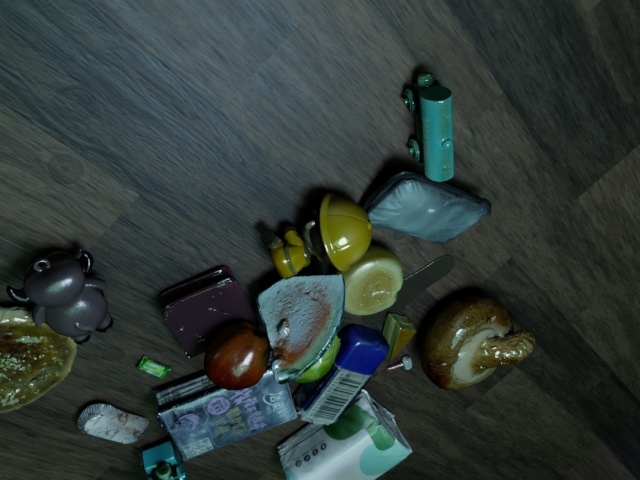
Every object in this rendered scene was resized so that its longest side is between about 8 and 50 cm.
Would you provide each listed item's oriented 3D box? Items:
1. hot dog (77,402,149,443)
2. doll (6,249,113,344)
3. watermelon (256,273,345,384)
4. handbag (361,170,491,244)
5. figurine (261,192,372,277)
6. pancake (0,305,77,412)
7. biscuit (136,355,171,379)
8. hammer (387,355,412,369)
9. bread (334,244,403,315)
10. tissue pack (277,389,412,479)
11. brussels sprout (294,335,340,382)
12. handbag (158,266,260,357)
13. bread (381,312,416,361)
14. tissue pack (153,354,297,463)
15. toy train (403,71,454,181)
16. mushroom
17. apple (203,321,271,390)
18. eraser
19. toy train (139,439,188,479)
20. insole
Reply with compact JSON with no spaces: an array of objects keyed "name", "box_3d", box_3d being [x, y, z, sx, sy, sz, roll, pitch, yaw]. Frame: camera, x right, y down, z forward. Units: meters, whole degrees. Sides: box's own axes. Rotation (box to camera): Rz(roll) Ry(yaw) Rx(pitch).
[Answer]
[{"name":"hot dog","box_3d":[-0.561,0.496,1.558,0.108,0.059,0.191,-44,129,8]},{"name":"doll","box_3d":[-0.551,0.122,1.261,0.182,0.117,0.257,-31,133,-14]},{"name":"watermelon","box_3d":[-0.052,0.179,1.413,0.214,0.320,0.289,35,119,-7]},{"name":"handbag","box_3d":[0.276,-0.075,1.475,0.332,0.075,0.191,15,137,-32]},{"name":"figurine","box_3d":[0.002,0.003,1.384,0.257,0.167,0.192,-30,140,1]},{"name":"pancake","box_3d":[-0.751,0.279,1.321,0.356,0.065,0.356,-11,130,-14]},{"name":"biscuit","box_3d":[-0.443,0.336,1.522,0.046,0.016,0.089,-46,128,9]},{"name":"hammer","box_3d":[0.255,0.403,1.860,0.083,0.031,0.052,-19,125,-2]},{"name":"bread","box_3d":[0.121,0.105,1.544,0.213,0.104,0.213,-11,129,-13]},{"name":"tissue pack","box_3d":[0.082,0.681,1.873,0.356,0.194,0.266,-37,130,5]},{"name":"brussels sprout","box_3d":[-0.024,0.314,1.601,0.162,0.144,0.180,-15,131,-33]},{"name":"handbag","box_3d":[-0.279,0.183,1.450,0.203,0.074,0.216,-25,131,-6]},{"name":"bread","box_3d":[0.207,0.292,1.726,0.084,0.074,0.139,18,117,-42]},{"name":"tissue pack","box_3d":[-0.259,0.468,1.632,0.361,0.122,0.259,-20,130,-12]},{"name":"toy train","box_3d":[0.261,-0.253,1.322,0.101,0.159,0.248,-17,130,-5]},{"name":"mushroom","box_3d":[0.454,0.319,1.783,0.345,0.239,0.345,-2,106,-8]},{"name":"apple","box_3d":[-0.199,0.286,1.424,0.156,0.147,0.158,29,109,-16]},{"name":"eraser","box_3d":[0.057,0.406,1.732,0.155,0.101,0.332,21,111,-31]},{"name":"toy train","box_3d":[-0.444,0.688,1.673,0.112,0.163,0.203,-17,129,-14]},{"name":"insole","box_3d":[0.257,0.146,1.694,0.328,0.007,0.111,-36,130,3]}]
